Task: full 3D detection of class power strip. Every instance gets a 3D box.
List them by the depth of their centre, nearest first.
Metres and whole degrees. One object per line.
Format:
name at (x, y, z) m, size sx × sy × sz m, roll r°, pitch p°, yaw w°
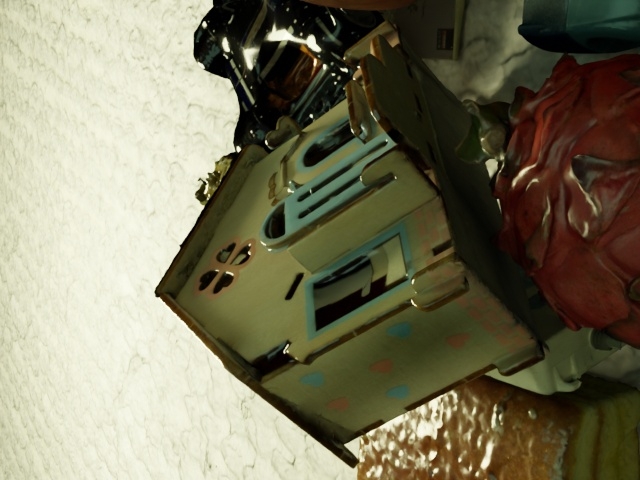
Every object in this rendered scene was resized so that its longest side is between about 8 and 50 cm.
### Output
power strip at (0.098, 0.045, 0.756) m, size 0.367 × 0.106 × 0.043 m, roll 13°, pitch 125°, yaw 57°

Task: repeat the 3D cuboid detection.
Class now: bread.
bread at (0.125, 0.179, 0.716) m, size 0.234 × 0.111 × 0.184 m, roll 12°, pitch 100°, yaw 58°

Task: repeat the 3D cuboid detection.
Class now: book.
book at (0.075, -0.233, 0.870) m, size 0.182 × 0.014 × 0.127 m, roll 22°, pitch 110°, yaw 56°

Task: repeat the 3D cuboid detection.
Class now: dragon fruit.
dragon fruit at (0.187, -0.022, 0.558) m, size 0.209 × 0.172 × 0.172 m, roll 42°, pitch 127°, yaw 33°

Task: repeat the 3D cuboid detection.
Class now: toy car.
toy car at (-0.027, -0.204, 0.920) m, size 0.193 × 0.118 × 0.301 m, roll -57°, pitch 43°, yaw 36°

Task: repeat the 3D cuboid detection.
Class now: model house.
model house at (0.000, 0.000, 0.688) m, size 0.244 × 0.169 × 0.326 m, roll -36°, pitch 32°, yaw 23°

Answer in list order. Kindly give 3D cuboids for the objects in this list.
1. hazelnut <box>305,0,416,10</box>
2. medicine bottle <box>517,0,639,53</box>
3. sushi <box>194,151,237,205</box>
hazelnut at (-0.022, -0.365, 0.650) m, size 0.429 × 0.402 × 0.402 m, roll 40°, pitch 134°, yaw 5°
medicine bottle at (0.216, -0.232, 0.584) m, size 0.124 × 0.079 × 0.258 m, roll 40°, pitch 123°, yaw 49°
sushi at (-0.049, -0.006, 0.983) m, size 0.147 × 0.115 × 0.212 m, roll -40°, pitch 57°, yaw 52°
